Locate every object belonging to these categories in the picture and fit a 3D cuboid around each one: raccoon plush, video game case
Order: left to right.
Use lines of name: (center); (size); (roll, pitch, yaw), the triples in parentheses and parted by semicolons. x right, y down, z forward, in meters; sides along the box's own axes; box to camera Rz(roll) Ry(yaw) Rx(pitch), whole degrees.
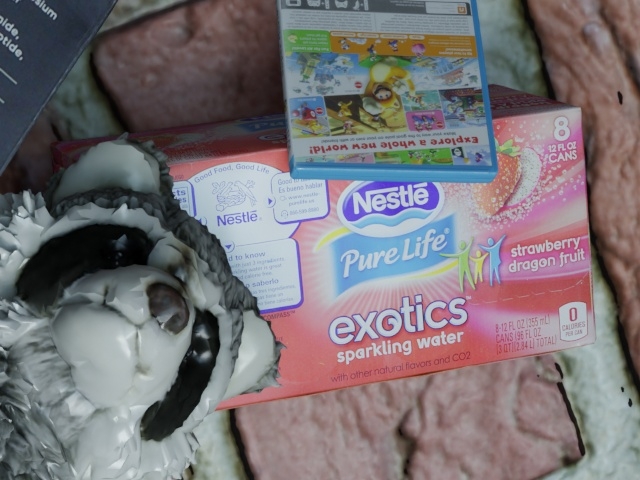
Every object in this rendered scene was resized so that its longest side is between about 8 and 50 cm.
raccoon plush: (-0.240, 0.083, 1.057); (0.299, 0.446, 0.216); (-45, 123, -40)
video game case: (0.035, -0.111, 1.128); (0.119, 0.015, 0.166); (1, 65, -13)

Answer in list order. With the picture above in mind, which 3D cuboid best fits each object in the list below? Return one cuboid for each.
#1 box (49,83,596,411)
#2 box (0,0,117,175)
box: (0.000, 0.000, 1.187); (0.300, 0.142, 0.154); (-9, 103, -16)
box: (-0.217, -0.153, 0.926); (0.179, 0.343, 0.312); (40, 58, -21)
